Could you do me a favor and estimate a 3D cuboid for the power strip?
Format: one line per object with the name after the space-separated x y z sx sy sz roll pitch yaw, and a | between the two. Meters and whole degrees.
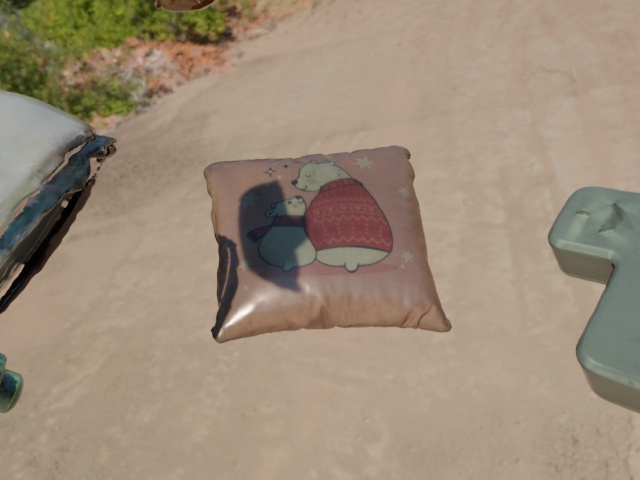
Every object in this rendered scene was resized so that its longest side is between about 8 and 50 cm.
0.278 0.008 0.588 0.194 0.059 0.265 16 64 44 | power strip

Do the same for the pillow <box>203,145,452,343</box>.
0.000 0.000 0.761 0.236 0.084 0.223 -3 56 -4 | pillow

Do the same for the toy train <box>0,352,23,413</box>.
-0.444 0.130 0.719 0.177 0.285 0.116 -54 27 16 | toy train

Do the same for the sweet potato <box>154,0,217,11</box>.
-0.067 -0.312 0.474 0.114 0.341 0.092 23 35 32 | sweet potato

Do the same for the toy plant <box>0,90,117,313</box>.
-0.330 -0.070 0.486 0.247 0.332 0.247 -51 10 13 | toy plant
